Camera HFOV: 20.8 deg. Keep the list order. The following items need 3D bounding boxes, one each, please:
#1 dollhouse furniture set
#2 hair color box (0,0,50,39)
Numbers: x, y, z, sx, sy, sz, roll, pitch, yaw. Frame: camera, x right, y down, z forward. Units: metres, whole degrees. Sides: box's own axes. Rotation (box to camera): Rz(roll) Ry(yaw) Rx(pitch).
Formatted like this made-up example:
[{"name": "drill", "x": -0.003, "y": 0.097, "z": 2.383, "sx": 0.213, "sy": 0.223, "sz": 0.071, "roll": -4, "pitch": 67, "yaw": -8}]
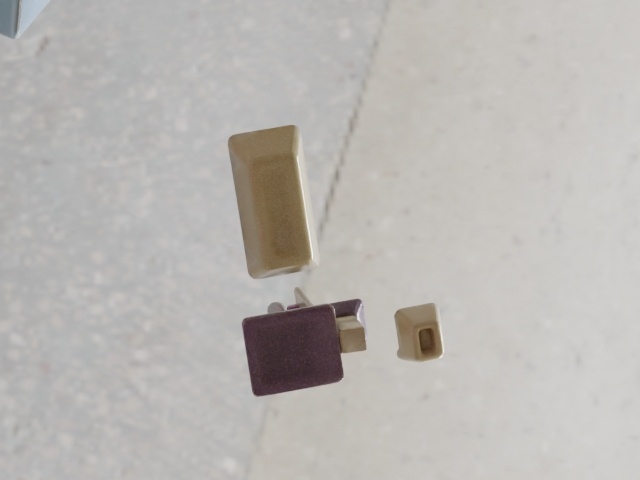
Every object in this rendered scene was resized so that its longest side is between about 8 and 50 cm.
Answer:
[{"name": "dollhouse furniture set", "x": 0.000, "y": 0.000, "z": 0.793, "sx": 0.091, "sy": 0.081, "sz": 0.114, "roll": -10, "pitch": 101, "yaw": -8}, {"name": "hair color box", "x": -0.320, "y": -0.298, "z": 1.177, "sx": 0.375, "sy": 0.113, "sz": 0.185, "roll": 24, "pitch": 48, "yaw": 8}]
